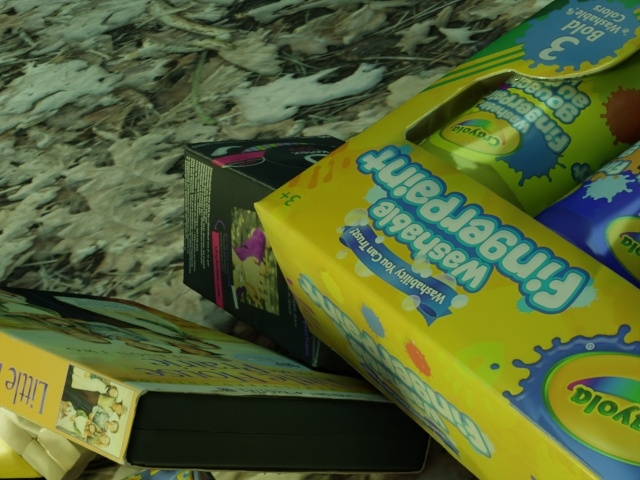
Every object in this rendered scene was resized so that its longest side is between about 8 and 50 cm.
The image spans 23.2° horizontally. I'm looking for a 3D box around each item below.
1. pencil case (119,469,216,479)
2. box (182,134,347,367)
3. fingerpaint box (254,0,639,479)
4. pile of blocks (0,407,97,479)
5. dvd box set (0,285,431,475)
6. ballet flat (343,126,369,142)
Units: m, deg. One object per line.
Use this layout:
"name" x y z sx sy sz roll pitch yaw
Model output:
"pencil case" -0.204 0.264 1.149 0.306 0.119 0.133 -21 28 -5
"box" 0.000 0.000 1.421 0.165 0.143 0.270 -7 18 -29
"fingerpaint box" 0.231 0.016 1.111 0.371 0.163 0.445 -35 42 -14
"pile of blocks" -0.349 0.190 1.402 0.362 0.149 0.113 2 5 20
"dvd box set" -0.158 0.106 1.291 0.308 0.062 0.420 9 4 -43
"ballet flat" 0.117 -0.022 1.501 0.123 0.123 0.348 -33 31 -25
